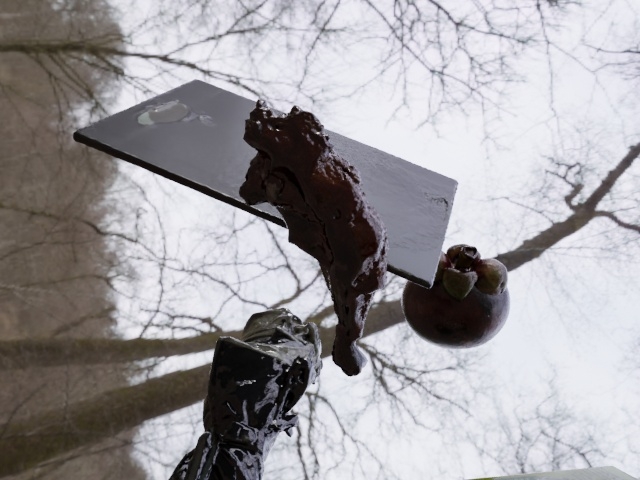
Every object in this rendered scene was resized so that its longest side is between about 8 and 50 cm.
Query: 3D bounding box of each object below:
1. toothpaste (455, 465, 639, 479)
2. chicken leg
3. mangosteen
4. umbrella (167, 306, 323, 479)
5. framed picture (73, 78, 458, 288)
[{"bbox_3d":[0.209,0.317,0.693,0.077,0.328,0.110,-170,-97,-70],"label":"toothpaste"},{"bbox_3d":[0.005,-0.004,0.481,0.090,0.048,0.219,-22,-76,27],"label":"chicken leg"},{"bbox_3d":[0.226,0.086,1.086,0.200,0.200,0.199,27,-57,52],"label":"mangosteen"},{"bbox_3d":[-0.084,0.202,0.675,0.113,0.357,0.106,11,-54,11],"label":"umbrella"},{"bbox_3d":[-0.028,-0.075,0.632,0.324,0.244,0.013,22,-62,6],"label":"framed picture"}]
